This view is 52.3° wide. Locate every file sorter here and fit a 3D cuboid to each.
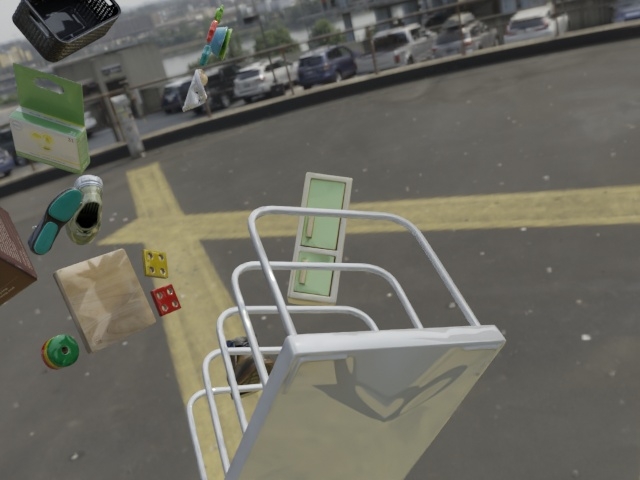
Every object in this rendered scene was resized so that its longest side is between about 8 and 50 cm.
[{"bbox_3d":[-0.004,0.128,0.620,0.192,0.278,0.173,2,40,-27],"label":"file sorter"}]

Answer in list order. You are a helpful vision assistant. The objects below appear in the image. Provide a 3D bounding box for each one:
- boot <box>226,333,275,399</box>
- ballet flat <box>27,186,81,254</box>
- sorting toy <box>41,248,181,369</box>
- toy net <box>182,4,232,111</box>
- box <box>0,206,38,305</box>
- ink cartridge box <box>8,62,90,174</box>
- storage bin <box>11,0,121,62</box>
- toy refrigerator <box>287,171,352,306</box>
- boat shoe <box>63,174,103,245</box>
[{"bbox_3d":[-0.137,0.207,1.142,0.082,0.106,0.219,-13,-20,-23],"label":"boot"},{"bbox_3d":[-0.710,-0.057,1.727,0.074,0.074,0.203,14,73,51],"label":"ballet flat"},{"bbox_3d":[-0.336,0.093,1.020,0.046,0.132,0.274,-23,2,34],"label":"sorting toy"},{"bbox_3d":[-0.225,-0.361,1.329,0.045,0.232,0.122,19,-25,-13],"label":"toy net"},{"bbox_3d":[-0.587,0.013,1.006,0.168,0.203,0.167,-35,61,-4],"label":"box"},{"bbox_3d":[-0.630,-0.275,1.506,0.171,0.235,0.056,18,49,2],"label":"ink cartridge box"},{"bbox_3d":[-0.518,-0.463,1.337,0.084,0.122,0.180,-24,20,47],"label":"storage bin"},{"bbox_3d":[0.000,0.000,1.374,0.102,0.270,0.094,8,-13,1],"label":"toy refrigerator"},{"bbox_3d":[-0.687,-0.065,1.886,0.109,0.302,0.094,3,55,-22],"label":"boat shoe"}]
